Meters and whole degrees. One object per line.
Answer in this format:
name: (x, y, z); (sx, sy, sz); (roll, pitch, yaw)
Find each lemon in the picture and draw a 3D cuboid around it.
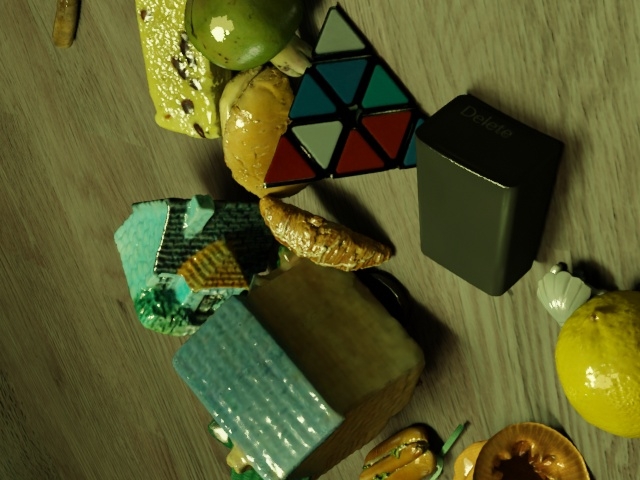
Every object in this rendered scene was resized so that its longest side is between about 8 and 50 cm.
lemon: (0.393, 0.159, 1.418); (0.178, 0.178, 0.203); (6, 138, 50)

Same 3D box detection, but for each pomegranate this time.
pomegranate: (-0.089, -0.320, 1.599); (0.210, 0.179, 0.179); (22, 147, -6)

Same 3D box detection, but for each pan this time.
pan: (0.129, 0.146, 1.878); (0.115, 0.040, 0.212); (-25, 93, 58)

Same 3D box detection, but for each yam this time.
yam: (-0.458, -0.466, 2.047); (0.045, 0.045, 0.327); (29, 147, -3)

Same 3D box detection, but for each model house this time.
model house: (-0.063, 0.255, 1.907); (0.334, 0.343, 0.382); (47, 155, 24)
model house: (-0.182, 0.015, 1.962); (0.241, 0.261, 0.226); (-47, 56, 43)

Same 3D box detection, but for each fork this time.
fork: (0.225, 0.378, 2.007); (0.039, 0.021, 0.235); (40, 145, 13)

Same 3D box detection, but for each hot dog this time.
hot dog: (0.141, 0.417, 2.089); (0.249, 0.068, 0.100); (-51, 53, 58)

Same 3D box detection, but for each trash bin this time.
trash bin: (0.218, -0.055, 1.504); (0.165, 0.115, 0.225); (32, 147, 29)

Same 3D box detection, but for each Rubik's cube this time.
Rubik's cube: (0.025, -0.117, 1.573); (0.250, 0.234, 0.284); (36, 144, 24)

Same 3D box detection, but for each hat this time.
hat: (0.300, 0.409, 1.824); (0.244, 0.233, 0.233); (28, 172, -14)

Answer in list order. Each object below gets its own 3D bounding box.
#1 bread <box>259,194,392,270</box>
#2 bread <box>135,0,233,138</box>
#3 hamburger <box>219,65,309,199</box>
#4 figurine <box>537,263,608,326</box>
bread: (0.000, 0.000, 1.803); (0.233, 0.076, 0.105); (21, 177, 3)
bread: (-0.215, -0.325, 1.748); (0.138, 0.077, 0.361); (16, 130, 25)
hamburger: (-0.094, -0.163, 1.785); (0.124, 0.131, 0.262); (34, 148, 34)
figurine: (0.344, 0.075, 1.508); (0.094, 0.082, 0.086); (-7, 99, 44)
